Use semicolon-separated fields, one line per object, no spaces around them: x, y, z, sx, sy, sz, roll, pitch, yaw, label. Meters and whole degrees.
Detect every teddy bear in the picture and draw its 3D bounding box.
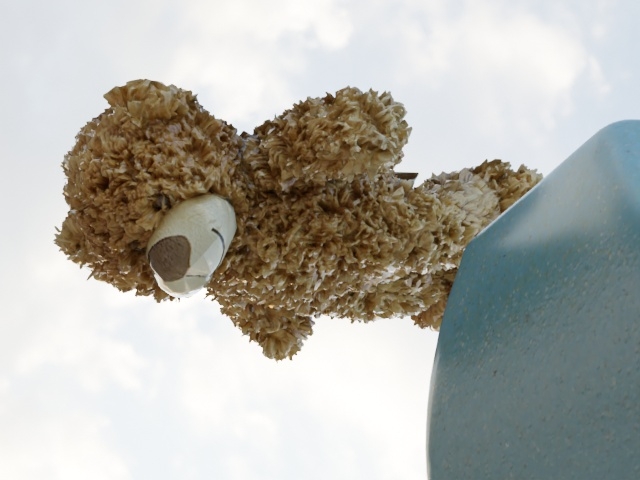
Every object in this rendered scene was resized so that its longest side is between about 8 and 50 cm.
0.000;0.000;1.024;0.245;0.338;0.113;-27;-126;38;teddy bear

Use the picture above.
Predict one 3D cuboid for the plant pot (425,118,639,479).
0.195;0.080;0.794;0.248;0.247;0.252;-45;-127;50;plant pot
